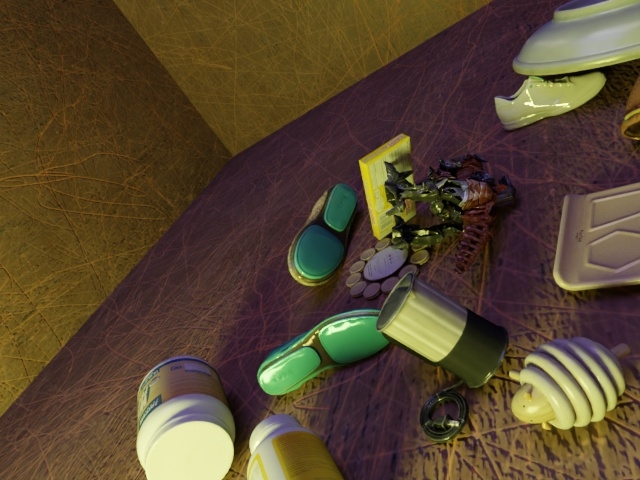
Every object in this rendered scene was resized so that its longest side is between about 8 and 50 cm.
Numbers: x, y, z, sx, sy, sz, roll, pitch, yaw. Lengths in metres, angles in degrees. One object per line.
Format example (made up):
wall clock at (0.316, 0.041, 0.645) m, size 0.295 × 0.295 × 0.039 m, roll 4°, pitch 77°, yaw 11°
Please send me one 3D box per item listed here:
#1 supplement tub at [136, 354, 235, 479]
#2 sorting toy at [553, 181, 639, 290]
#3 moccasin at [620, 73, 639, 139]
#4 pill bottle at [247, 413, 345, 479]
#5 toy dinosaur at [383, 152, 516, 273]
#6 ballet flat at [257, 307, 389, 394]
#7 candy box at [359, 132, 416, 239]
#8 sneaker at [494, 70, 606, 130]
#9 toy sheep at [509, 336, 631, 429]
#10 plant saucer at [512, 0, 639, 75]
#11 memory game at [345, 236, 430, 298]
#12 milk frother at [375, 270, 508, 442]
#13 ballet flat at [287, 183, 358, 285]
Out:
supplement tub at (-0.218, 0.289, 0.734) m, size 0.144 × 0.144 × 0.199 m, roll -40°, pitch 23°, yaw -9°
sorting toy at (0.411, -0.013, 0.563) m, size 0.208 × 0.038 × 0.193 m, roll -9°, pitch 35°, yaw 40°
moccasin at (0.536, -0.169, 0.546) m, size 0.147 × 0.139 × 0.380 m, roll -62°, pitch 22°, yaw 4°
pill bottle at (-0.027, 0.284, 0.526) m, size 0.103 × 0.103 × 0.184 m, roll -40°, pitch 23°, yaw -7°
toy dinosaur at (0.226, -0.067, 0.789) m, size 0.218 × 0.165 × 0.322 m, roll -4°, pitch 14°, yaw 15°
ballet flat at (0.008, 0.165, 0.741) m, size 0.247 × 0.083 × 0.087 m, roll -29°, pitch 10°, yaw 12°
candy box at (0.137, -0.099, 0.895) m, size 0.105 × 0.206 × 0.027 m, roll -36°, pitch 49°, yaw -16°
sneaker at (0.475, -0.313, 0.961) m, size 0.212 × 0.094 × 0.080 m, roll -20°, pitch 26°, yaw 34°
toy sheep at (0.246, 0.136, 0.449) m, size 0.132 × 0.091 × 0.091 m, roll -33°, pitch 22°, yaw -6°
plant saucer at (0.599, -0.453, 0.930) m, size 0.400 × 0.101 × 0.400 m, roll -17°, pitch 24°, yaw 8°
memory game at (0.128, 0.045, 0.879) m, size 0.186 × 0.012 × 0.186 m, roll -30°, pitch 24°, yaw 15°
milk frother at (0.126, 0.138, 0.544) m, size 0.129 × 0.134 × 0.143 m, roll -58°, pitch 1°, yaw 41°
ballet flat at (0.000, 0.000, 1.044) m, size 0.123 × 0.123 × 0.349 m, roll -20°, pitch 28°, yaw 34°
